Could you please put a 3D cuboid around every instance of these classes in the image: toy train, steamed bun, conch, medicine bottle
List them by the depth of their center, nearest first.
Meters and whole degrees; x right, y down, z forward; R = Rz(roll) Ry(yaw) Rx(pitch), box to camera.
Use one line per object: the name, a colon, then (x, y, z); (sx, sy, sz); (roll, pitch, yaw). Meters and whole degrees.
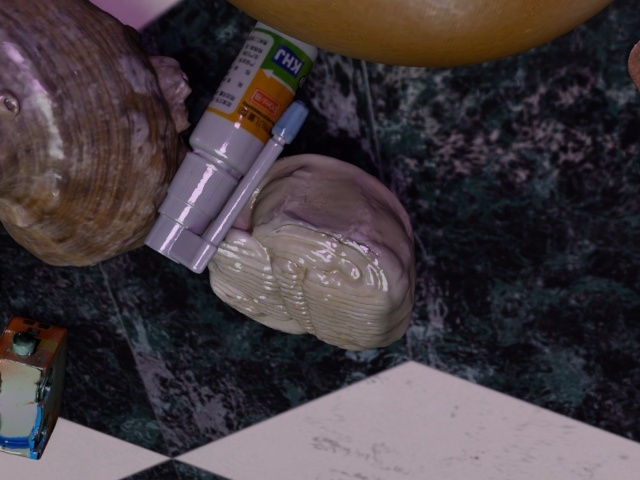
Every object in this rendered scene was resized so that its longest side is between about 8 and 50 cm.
medicine bottle: (-0.069, -0.079, 0.747); (0.092, 0.221, 0.061); (25, 174, 44)
conch: (-0.256, -0.136, 0.751); (0.297, 0.210, 0.352); (29, 160, 17)
steamed bun: (-0.002, -0.001, 0.825); (0.211, 0.144, 0.218); (17, 155, 16)
toy train: (-0.346, 0.172, 1.053); (0.072, 0.099, 0.188); (16, 125, 0)

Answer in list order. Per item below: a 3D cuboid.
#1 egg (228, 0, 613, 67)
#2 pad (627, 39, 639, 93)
egg: (0.050, -0.252, 0.550); (0.351, 0.283, 0.283); (9, 125, 12)
pad: (0.339, -0.184, 0.648); (0.250, 0.055, 0.323); (-26, 136, 28)
